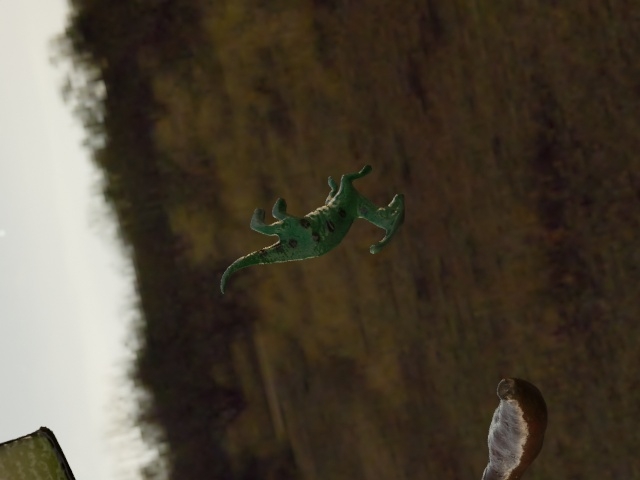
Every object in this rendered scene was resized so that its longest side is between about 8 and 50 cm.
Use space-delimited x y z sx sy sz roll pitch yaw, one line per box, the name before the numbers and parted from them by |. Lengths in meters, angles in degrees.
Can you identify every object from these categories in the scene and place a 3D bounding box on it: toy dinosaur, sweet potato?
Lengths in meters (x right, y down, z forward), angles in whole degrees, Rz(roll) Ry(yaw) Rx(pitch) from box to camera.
toy dinosaur | 0.000 0.000 0.608 0.083 0.062 0.021 -60 -25 -21
sweet potato | 0.198 0.208 1.414 0.078 0.058 0.255 -52 -21 -36

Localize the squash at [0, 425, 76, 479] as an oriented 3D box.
squash | -0.272 0.246 1.091 0.085 0.192 0.184 -128 22 -74
